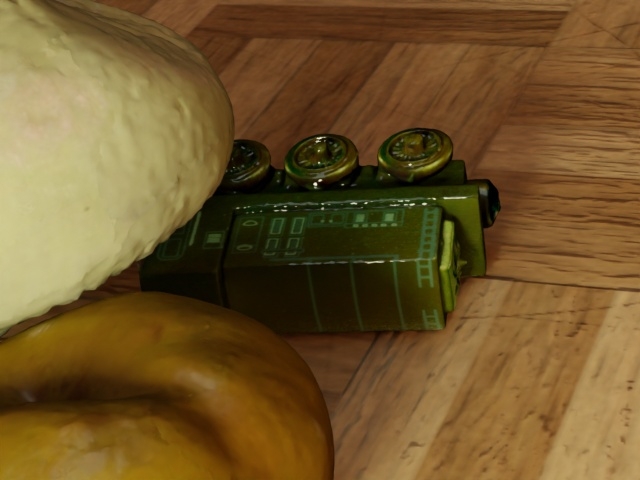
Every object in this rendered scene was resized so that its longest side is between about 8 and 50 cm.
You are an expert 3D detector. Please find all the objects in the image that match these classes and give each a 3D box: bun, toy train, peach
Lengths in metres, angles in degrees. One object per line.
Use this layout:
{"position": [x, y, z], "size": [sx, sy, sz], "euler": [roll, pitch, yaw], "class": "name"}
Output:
{"position": [-0.234, -0.057, 0.950], "size": [0.361, 0.213, 0.361], "euler": [-26, 16, 8], "class": "bun"}
{"position": [0.000, 0.000, 1.020], "size": [0.225, 0.090, 0.137], "euler": [-3, 39, 12], "class": "toy train"}
{"position": [-0.119, 0.121, 0.798], "size": [0.251, 0.153, 0.251], "euler": [-5, 26, 3], "class": "peach"}
